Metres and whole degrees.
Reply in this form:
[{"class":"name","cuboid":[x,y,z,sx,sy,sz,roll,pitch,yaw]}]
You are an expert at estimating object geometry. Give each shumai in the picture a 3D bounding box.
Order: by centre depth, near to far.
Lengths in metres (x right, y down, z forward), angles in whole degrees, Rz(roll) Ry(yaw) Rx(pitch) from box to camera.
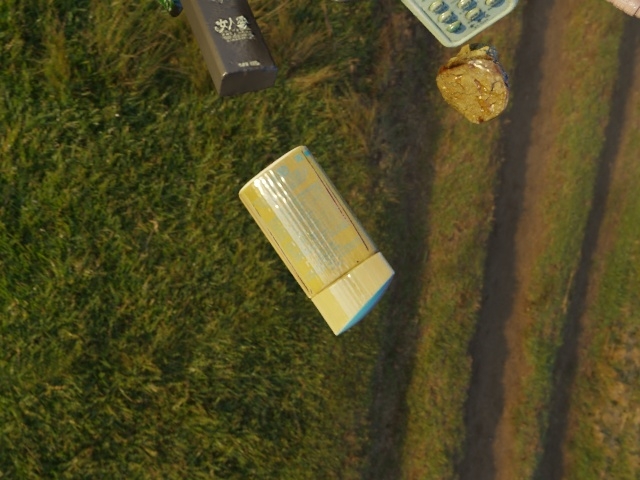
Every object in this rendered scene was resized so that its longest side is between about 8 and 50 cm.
[{"class":"shumai","cuboid":[0.261,-0.262,1.038,0.123,0.139,0.105,44,95,-6]}]

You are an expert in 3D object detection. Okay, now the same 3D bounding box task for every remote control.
[{"class":"remote control","cuboid":[0.144,-0.374,0.834,0.335,0.128,0.066,22,48,-51]}]

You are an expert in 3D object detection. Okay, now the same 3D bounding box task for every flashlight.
[{"class":"flashlight","cuboid":[0.361,-0.313,0.798,0.031,0.110,0.052,-41,164,-47]}]

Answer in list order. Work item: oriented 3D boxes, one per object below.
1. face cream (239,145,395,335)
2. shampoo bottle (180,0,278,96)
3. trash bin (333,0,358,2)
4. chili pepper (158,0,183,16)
[{"class":"face cream","cuboid":[0.000,0.000,1.027,0.139,0.067,0.285,-36,85,11]},{"class":"shampoo bottle","cuboid":[-0.170,-0.381,1.048,0.098,0.071,0.309,-17,70,-20]},{"class":"trash bin","cuboid":[0.046,-0.532,0.964,0.182,0.209,0.290,-27,147,-40]},{"class":"chili pepper","cuboid":[-0.308,-0.573,1.193,0.116,0.148,0.265,1,62,-40]}]
